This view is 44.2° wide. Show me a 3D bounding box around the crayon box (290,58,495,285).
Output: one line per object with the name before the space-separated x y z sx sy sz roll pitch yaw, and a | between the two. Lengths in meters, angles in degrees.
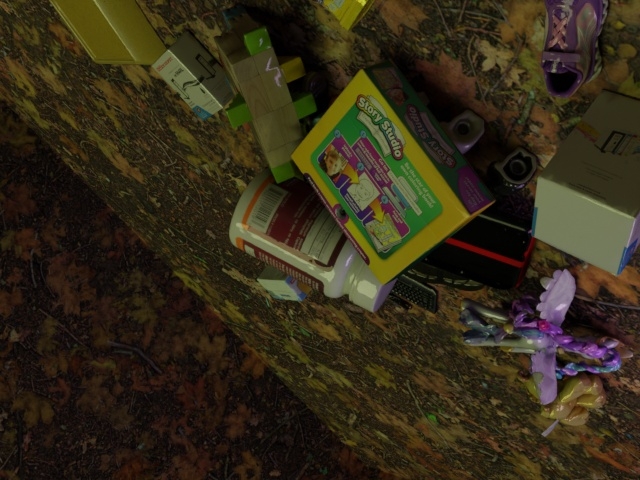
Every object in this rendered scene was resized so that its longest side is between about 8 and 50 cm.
crayon box | 0.138 -0.135 1.650 0.363 0.106 0.313 55 138 9

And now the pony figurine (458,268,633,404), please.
pony figurine | 0.517 0.222 1.874 0.363 0.303 0.351 9 174 40

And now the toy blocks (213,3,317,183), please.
toy blocks | -0.149 -0.358 1.811 0.261 0.191 0.381 59 172 46

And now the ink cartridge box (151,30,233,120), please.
ink cartridge box | -0.330 -0.432 2.084 0.203 0.086 0.148 46 155 -16

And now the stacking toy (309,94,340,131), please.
stacking toy | 0.108 -0.177 1.864 0.279 0.130 0.309 24 152 31

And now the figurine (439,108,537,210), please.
figurine | 0.321 -0.155 1.667 0.215 0.092 0.209 37 160 5

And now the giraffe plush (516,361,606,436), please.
giraffe plush | 0.631 0.400 2.124 0.181 0.210 0.170 55 180 -39

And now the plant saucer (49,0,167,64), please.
plant saucer | -0.608 -0.607 2.178 0.333 0.081 0.332 13 144 44

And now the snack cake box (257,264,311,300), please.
snack cake box | -0.046 0.049 2.302 0.089 0.264 0.152 50 154 -24

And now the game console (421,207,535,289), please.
game console | 0.303 -0.021 1.854 0.386 0.060 0.342 20 156 16

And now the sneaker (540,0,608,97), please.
sneaker | 0.391 -0.321 1.252 0.095 0.104 0.236 22 150 35

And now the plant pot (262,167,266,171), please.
plant pot | -0.156 -0.151 2.343 0.083 0.081 0.081 29 157 -7

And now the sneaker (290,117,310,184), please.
sneaker | -0.081 -0.225 2.068 0.123 0.109 0.295 25 153 20

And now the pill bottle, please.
pill bottle | 0.000 0.000 1.898 0.392 0.224 0.224 28 154 14

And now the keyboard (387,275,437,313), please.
keyboard | 0.212 0.139 2.387 0.317 0.033 0.201 28 154 24

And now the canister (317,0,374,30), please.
canister | 0.024 -0.497 1.496 0.170 0.073 0.126 41 155 -3

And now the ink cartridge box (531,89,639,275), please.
ink cartridge box | 0.491 -0.101 1.336 0.168 0.232 0.171 28 154 27

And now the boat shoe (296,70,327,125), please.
boat shoe | -0.029 -0.337 1.862 0.072 0.068 0.190 42 159 22

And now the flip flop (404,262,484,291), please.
flip flop | 0.305 0.056 2.071 0.277 0.080 0.112 14 147 16

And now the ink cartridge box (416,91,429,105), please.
ink cartridge box | 0.183 -0.286 1.667 0.083 0.048 0.028 3 138 52
